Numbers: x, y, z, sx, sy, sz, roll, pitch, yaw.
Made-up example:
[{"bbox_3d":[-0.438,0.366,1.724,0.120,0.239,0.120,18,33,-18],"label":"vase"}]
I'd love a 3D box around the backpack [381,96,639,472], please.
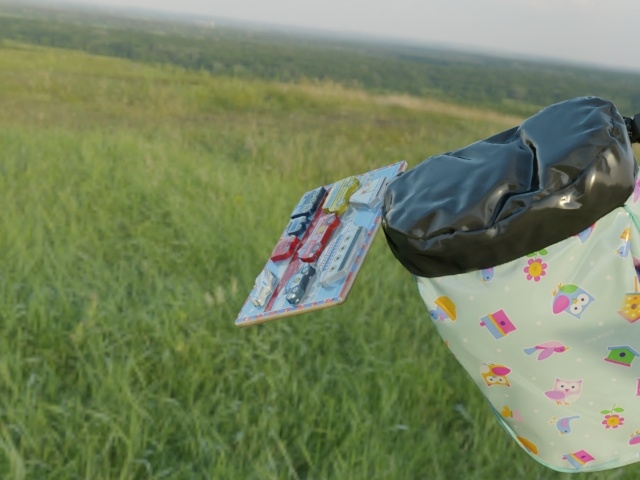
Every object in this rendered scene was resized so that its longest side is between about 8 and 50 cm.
[{"bbox_3d":[0.127,0.032,0.516,0.152,0.182,0.115,-18,29,32],"label":"backpack"}]

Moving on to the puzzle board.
[{"bbox_3d":[0.000,0.000,0.642,0.096,0.011,0.128,-17,35,42],"label":"puzzle board"}]
